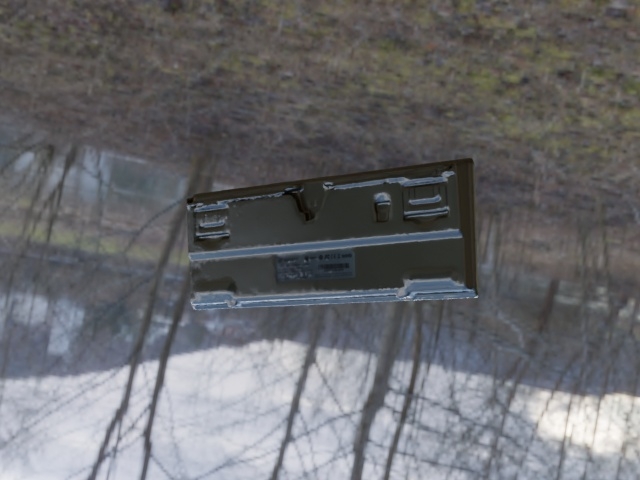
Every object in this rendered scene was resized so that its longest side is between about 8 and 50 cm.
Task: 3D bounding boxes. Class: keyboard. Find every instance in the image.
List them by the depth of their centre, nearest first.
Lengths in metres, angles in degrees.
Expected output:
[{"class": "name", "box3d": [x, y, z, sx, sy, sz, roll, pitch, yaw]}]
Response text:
[{"class": "keyboard", "box3d": [0.000, 0.000, 0.365, 0.129, 0.049, 0.015, -6, 177, 34]}]
